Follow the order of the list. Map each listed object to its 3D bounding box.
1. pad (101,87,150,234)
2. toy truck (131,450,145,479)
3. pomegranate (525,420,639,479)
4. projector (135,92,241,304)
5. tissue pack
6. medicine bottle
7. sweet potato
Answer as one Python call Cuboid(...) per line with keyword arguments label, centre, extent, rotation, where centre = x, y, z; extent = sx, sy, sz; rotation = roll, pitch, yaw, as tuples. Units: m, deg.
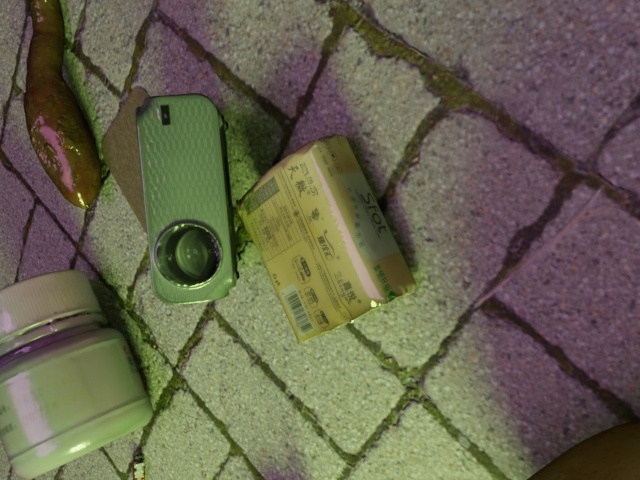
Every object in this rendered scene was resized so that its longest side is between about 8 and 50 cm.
Cuboid(label="pad", centre=(-0.278, -0.107, 1.021), extent=(0.176, 0.002, 0.266), rotation=(-44, 72, 35))
Cuboid(label="toy truck", centre=(-0.348, 0.445, 1.176), extent=(0.032, 0.024, 0.083), rotation=(-138, 50, -59))
Cuboid(label="pomegranate", centre=(0.268, 0.341, 0.452), extent=(0.416, 0.416, 0.417), rotation=(9, 104, 36))
Cuboid(label="projector", centre=(-0.167, -0.059, 0.817), extent=(0.108, 0.198, 0.250), rotation=(-4, 97, -6))
Cuboid(label="tissue pack", centre=(0.000, 0.000, 0.773), extent=(0.186, 0.090, 0.222), rotation=(-33, 77, 40))
Cuboid(label="medicine bottle", centre=(-0.455, 0.226, 1.074), extent=(0.241, 0.241, 0.302), rotation=(-32, 80, 38))
Cuboid(label="sweet potato", centre=(-0.468, -0.238, 1.082), extent=(0.109, 0.109, 0.385), rotation=(-16, 89, 39))
